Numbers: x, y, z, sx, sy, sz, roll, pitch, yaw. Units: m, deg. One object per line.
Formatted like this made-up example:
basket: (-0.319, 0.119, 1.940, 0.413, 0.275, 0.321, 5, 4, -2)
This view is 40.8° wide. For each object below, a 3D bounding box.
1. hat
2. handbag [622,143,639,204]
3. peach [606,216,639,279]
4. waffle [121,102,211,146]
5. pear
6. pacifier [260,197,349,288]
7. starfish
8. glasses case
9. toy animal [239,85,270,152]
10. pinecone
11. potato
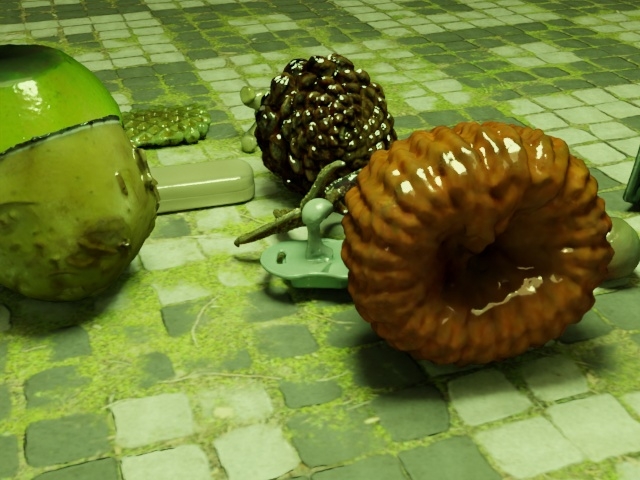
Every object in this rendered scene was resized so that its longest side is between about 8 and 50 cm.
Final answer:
hat: (0.144, -0.046, 1.016, 0.285, 0.285, 0.400, -6, 26, -9)
handbag: (0.546, -0.187, 1.257, 0.079, 0.260, 0.247, 25, 36, 31)
peach: (0.363, 0.011, 1.087, 0.083, 0.083, 0.083, -1, 29, 0)
waffle: (-0.289, -0.211, 1.553, 0.183, 0.036, 0.169, -7, 30, -10)
pear: (-0.532, -0.223, 1.414, 0.398, 0.165, 0.399, -4, 30, 3)
pacifier: (0.000, 0.000, 1.077, 0.150, 0.117, 0.127, 2, 23, 9)
starfish: (-0.012, -0.045, 1.128, 0.213, 0.057, 0.238, -27, -4, -15)
glasses case: (-0.198, -0.083, 1.302, 0.196, 0.050, 0.083, -7, 27, -12)
toy animal: (-0.028, -0.215, 1.483, 0.233, 0.121, 0.168, -2, 11, 18)
pinecone: (0.000, -0.166, 1.302, 0.221, 0.221, 0.221, -1, 29, 0)
potato: (-0.339, -0.018, 1.068, 0.246, 0.196, 0.299, -23, 7, -39)
